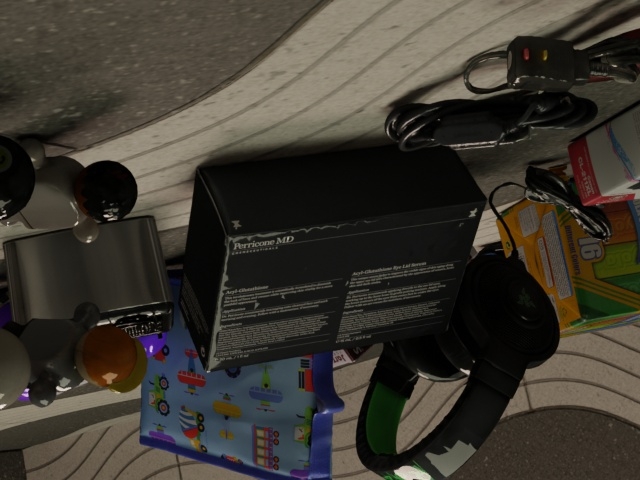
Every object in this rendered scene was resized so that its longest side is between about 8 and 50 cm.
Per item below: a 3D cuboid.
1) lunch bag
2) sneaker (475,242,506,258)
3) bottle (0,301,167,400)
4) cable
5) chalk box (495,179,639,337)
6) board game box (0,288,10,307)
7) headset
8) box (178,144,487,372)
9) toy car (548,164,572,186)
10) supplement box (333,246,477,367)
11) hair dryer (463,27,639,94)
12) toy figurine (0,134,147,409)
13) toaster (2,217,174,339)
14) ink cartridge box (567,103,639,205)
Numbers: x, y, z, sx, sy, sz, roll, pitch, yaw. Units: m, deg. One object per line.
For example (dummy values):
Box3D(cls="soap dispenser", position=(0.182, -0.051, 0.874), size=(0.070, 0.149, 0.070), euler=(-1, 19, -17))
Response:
Box3D(cls="lunch bag", position=(-0.081, 0.159, 1.746), size=(0.138, 0.220, 0.293), euler=(-5, -169, -39))
Box3D(cls="sneaker", position=(0.248, 0.049, 2.245), size=(0.217, 0.079, 0.121), euler=(-29, 159, 35))
Box3D(cls="bottle", position=(-0.318, 0.120, 1.675), size=(0.283, 0.118, 0.092), euler=(-22, 150, -25))
Box3D(cls="cable", position=(0.144, -0.109, 1.284), size=(0.185, 0.047, 0.151), euler=(-5, -171, 43))
Box3D(cls="chalk box", position=(0.406, 0.012, 1.898), size=(0.289, 0.180, 0.179), euler=(-10, 170, -19))
Box3D(cls="board game box", position=(-0.438, 0.120, 1.890), size=(0.214, 0.046, 0.317), euler=(-13, 170, 3))
Box3D(cls="headset", position=(0.183, 0.099, 1.615), size=(0.185, 0.394, 0.243), euler=(32, 163, -18))
Box3D(cls="box", position=(0.008, 0.013, 1.426), size=(0.261, 0.103, 0.184), euler=(-8, 138, -21))
Box3D(cls="toy car", position=(0.312, -0.065, 1.745), size=(0.122, 0.040, 0.060), euler=(-8, 169, -25))
Box3D(cls="supplement box", position=(0.069, 0.067, 1.824), size=(0.239, 0.073, 0.130), euler=(-39, -174, -33))
Box3D(cls="hair dryer", position=(0.261, -0.163, 1.124), size=(0.294, 0.080, 0.223), euler=(-6, -174, -1))
Box3D(cls="toy figurine", position=(-0.230, 0.024, 1.103), size=(0.148, 0.213, 0.209), euler=(-2, 176, 33))
Box3D(cls="toaster", position=(-0.243, 0.054, 1.551), size=(0.168, 0.110, 0.185), euler=(-11, 171, -7))
Box3D(cls="ink cartridge box", position=(0.357, -0.097, 1.525), size=(0.128, 0.072, 0.175), euler=(-7, 170, -22))
